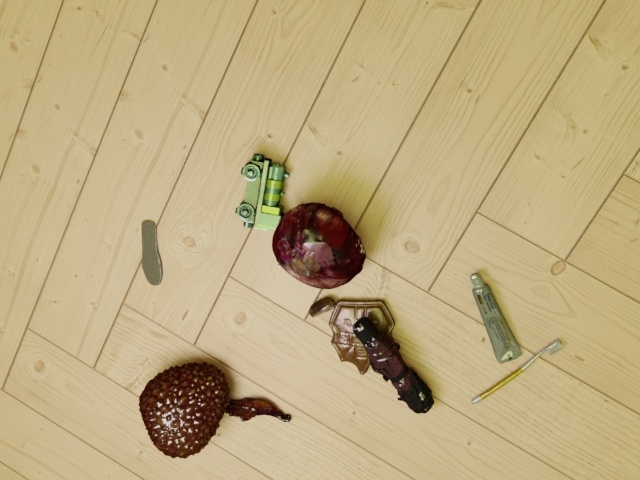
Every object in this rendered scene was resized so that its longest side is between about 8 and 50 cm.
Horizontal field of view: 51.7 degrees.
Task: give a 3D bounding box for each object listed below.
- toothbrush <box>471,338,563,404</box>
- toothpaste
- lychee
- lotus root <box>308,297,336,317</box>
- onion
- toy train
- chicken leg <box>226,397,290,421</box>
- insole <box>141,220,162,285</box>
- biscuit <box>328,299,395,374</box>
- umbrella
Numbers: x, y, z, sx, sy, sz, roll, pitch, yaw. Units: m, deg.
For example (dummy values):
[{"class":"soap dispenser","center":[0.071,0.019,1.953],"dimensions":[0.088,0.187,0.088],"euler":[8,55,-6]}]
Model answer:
[{"class":"toothbrush","center":[0.513,0.351,1.733],"dimensions":[0.288,0.021,0.024],"euler":[-41,81,18]},{"class":"toothpaste","center":[0.444,0.199,1.708],"dimensions":[0.067,0.037,0.256],"euler":[-24,99,11]},{"class":"lychee","center":[-0.375,0.463,1.863],"dimensions":[0.271,0.271,0.272],"euler":[3,103,12]},{"class":"lotus root","center":[0.000,0.179,1.801],"dimensions":[0.083,0.030,0.038],"euler":[-29,65,26]},{"class":"onion","center":[0.000,0.000,1.688],"dimensions":[0.252,0.219,0.252],"euler":[22,150,13]},{"class":"toy train","center":[-0.151,-0.126,1.757],"dimensions":[0.132,0.083,0.200],"euler":[10,105,-1]},{"class":"chicken leg","center":[-0.190,0.493,1.917],"dimensions":[0.204,0.053,0.093],"euler":[1,126,20]},{"class":"insole","center":[-0.489,0.037,1.903],"dimensions":[0.063,0.010,0.192],"euler":[0,102,12]},{"class":"biscuit","center":[0.114,0.266,1.801],"dimensions":[0.182,0.034,0.216],"euler":[-1,102,13]},{"class":"umbrella","center":[0.189,0.334,1.749],"dimensions":[0.094,0.090,0.326],"euler":[-36,105,15]}]
